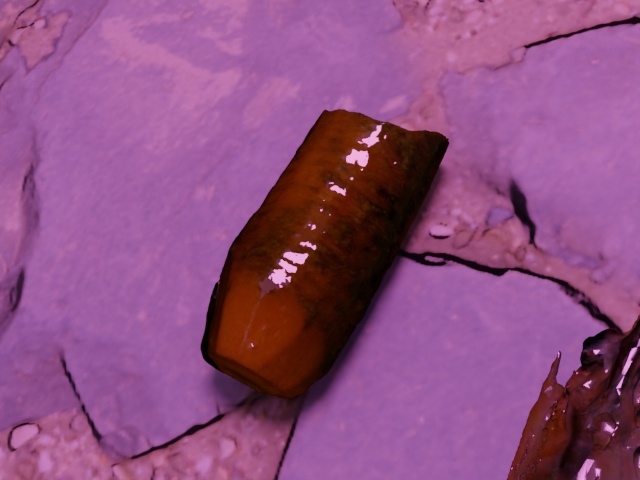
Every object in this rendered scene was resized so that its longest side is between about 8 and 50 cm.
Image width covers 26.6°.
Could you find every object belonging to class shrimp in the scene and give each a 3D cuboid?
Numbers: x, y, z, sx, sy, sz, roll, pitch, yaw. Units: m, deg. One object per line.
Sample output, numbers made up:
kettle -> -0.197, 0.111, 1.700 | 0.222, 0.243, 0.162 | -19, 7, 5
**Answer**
shrimp -> 0.156, 0.143, 0.585 | 0.173, 0.058, 0.253 | 17, 72, 22

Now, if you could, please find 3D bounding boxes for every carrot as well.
carrot -> 0.000, 0.000, 0.719 | 0.082, 0.082, 0.173 | 18, 72, 31
